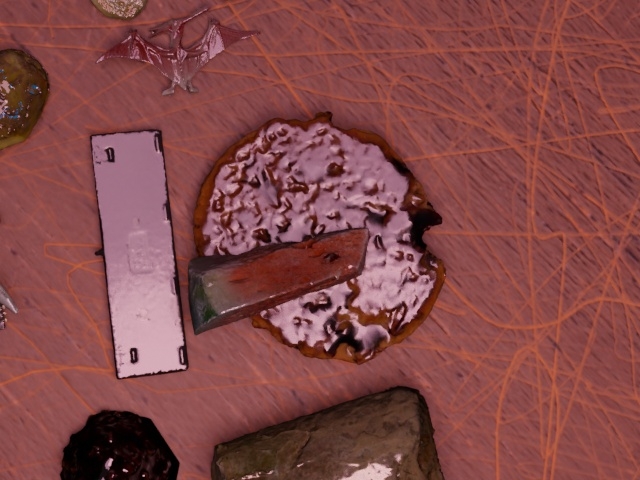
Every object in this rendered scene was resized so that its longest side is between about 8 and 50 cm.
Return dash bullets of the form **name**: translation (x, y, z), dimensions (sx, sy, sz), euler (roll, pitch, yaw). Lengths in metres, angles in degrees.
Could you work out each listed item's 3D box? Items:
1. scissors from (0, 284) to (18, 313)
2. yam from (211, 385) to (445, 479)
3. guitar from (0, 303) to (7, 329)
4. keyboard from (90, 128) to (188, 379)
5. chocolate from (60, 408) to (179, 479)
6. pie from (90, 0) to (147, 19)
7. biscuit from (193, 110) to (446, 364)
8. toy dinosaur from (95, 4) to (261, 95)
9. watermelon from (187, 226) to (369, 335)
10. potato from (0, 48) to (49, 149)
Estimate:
- **scissors**: translation (-0.513, -0.043, 1.903), dimensions (0.256, 0.029, 0.383), euler (-26, 100, 20)
- **yam**: translation (0.011, 0.303, 1.892), dimensions (0.300, 0.195, 0.195), euler (-17, 90, -6)
- **guitar**: translation (-0.438, 0.001, 1.941), dimensions (0.088, 0.025, 0.233), euler (-14, 90, -7)
- **keyboard**: translation (-0.238, 0.018, 1.959), dimensions (0.106, 0.027, 0.317), euler (-6, 89, -9)
- **chocolate**: translation (-0.259, 0.292, 1.900), dimensions (0.156, 0.133, 0.156), euler (0, 90, -3)
- **pie**: translation (-0.261, -0.325, 1.969), dimensions (0.085, 0.017, 0.085), euler (0, 88, -7)
- **biscuit**: translation (0.003, -0.003, 1.956), dimensions (0.334, 0.081, 0.289), euler (44, 88, 1)
- **toy dinosaur**: translation (-0.182, -0.244, 1.968), dimensions (0.220, 0.032, 0.108), euler (-10, 86, -15)
- **watermelon**: translation (-0.046, 0.040, 1.862), dimensions (0.241, 0.154, 0.094), euler (-15, 90, -12)
- **potato**: translation (-0.429, -0.166, 1.918), dimensions (0.198, 0.054, 0.119), euler (-34, 84, -11)
